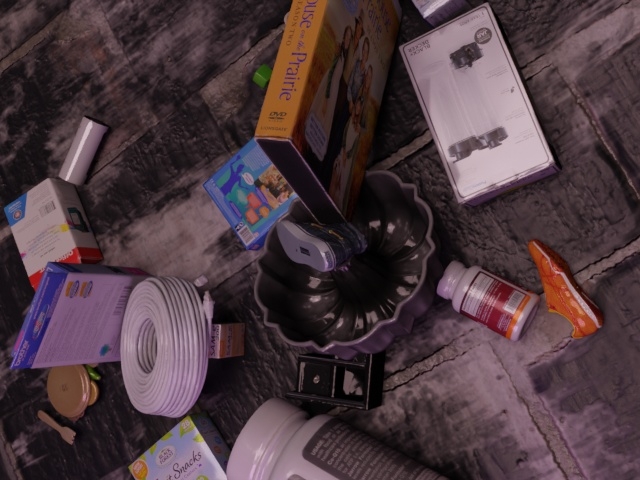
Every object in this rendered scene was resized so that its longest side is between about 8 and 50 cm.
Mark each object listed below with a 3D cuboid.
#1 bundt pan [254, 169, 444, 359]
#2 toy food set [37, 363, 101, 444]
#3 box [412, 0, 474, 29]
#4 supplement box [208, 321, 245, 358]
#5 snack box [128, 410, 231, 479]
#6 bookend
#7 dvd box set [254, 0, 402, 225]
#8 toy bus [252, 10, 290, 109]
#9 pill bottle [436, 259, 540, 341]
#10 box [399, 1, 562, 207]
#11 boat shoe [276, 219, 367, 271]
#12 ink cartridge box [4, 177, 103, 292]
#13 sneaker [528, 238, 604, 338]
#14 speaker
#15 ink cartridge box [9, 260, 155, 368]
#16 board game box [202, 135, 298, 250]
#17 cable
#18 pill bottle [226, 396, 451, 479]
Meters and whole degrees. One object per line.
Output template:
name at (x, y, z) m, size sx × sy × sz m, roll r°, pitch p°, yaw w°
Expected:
bundt pan at (0.060, 0.051, 1.409) m, size 0.330 × 0.124 × 0.331 m, roll -17°, pitch 53°, yaw 24°
toy food set at (-0.501, 0.298, 1.728) m, size 0.132 × 0.038 × 0.192 m, roll 27°, pitch 103°, yaw 29°
box at (0.186, -0.425, 1.427) m, size 0.072 × 0.126 × 0.137 m, roll -34°, pitch 74°, yaw 18°
supplement box at (-0.175, 0.181, 1.558) m, size 0.036 × 0.098 × 0.062 m, roll 1°, pitch 88°, yaw 23°
snack box at (-0.233, 0.453, 1.583) m, size 0.174 × 0.070 × 0.207 m, roll -42°, pitch 71°, yaw 16°
bookend at (0.029, 0.204, 1.485) m, size 0.156 × 0.072 × 0.157 m, roll 5°, pitch 88°, yaw 23°
dvd box set at (0.028, -0.268, 1.323) m, size 0.062 × 0.308 × 0.421 m, roll 7°, pitch 70°, yaw 21°
toy bus at (-0.019, -0.271, 1.517) m, size 0.190 × 0.104 × 0.202 m, roll 27°, pitch 64°, yaw -6°
pill bottle at (0.270, 0.093, 1.382) m, size 0.152 × 0.086 × 0.086 m, roll 28°, pitch 98°, yaw 22°
box at (0.261, -0.217, 1.403) m, size 0.169 × 0.087 × 0.290 m, roll -24°, pitch 77°, yaw 20°
boat shoe at (0.000, 0.000, 1.365) m, size 0.183 × 0.083 × 0.065 m, roll 29°, pitch 135°, yaw 57°
ink cartridge box at (-0.535, 0.006, 1.732) m, size 0.134 × 0.078 × 0.231 m, roll -29°, pitch 76°, yaw 19°
sneaker at (0.375, 0.076, 1.353) m, size 0.067 × 0.064 × 0.175 m, roll -38°, pitch 71°, yaw 27°
speaker at (-0.482, -0.181, 1.733) m, size 0.055 × 0.055 × 0.136 m, roll 28°, pitch 97°, yaw 22°
ink cartridge box at (-0.441, 0.135, 1.558) m, size 0.065 × 0.311 × 0.186 m, roll 25°, pitch 96°, yaw 21°
board game box at (-0.095, -0.108, 1.569) m, size 0.210 × 0.047 × 0.160 m, roll -40°, pitch 72°, yaw 16°
cable at (-0.286, 0.193, 1.550) m, size 0.257 × 0.089 × 0.257 m, roll -11°, pitch 77°, yaw 55°
pill bottle at (0.039, 0.412, 1.397) m, size 0.361 × 0.204 × 0.204 m, roll 25°, pitch 97°, yaw 22°
